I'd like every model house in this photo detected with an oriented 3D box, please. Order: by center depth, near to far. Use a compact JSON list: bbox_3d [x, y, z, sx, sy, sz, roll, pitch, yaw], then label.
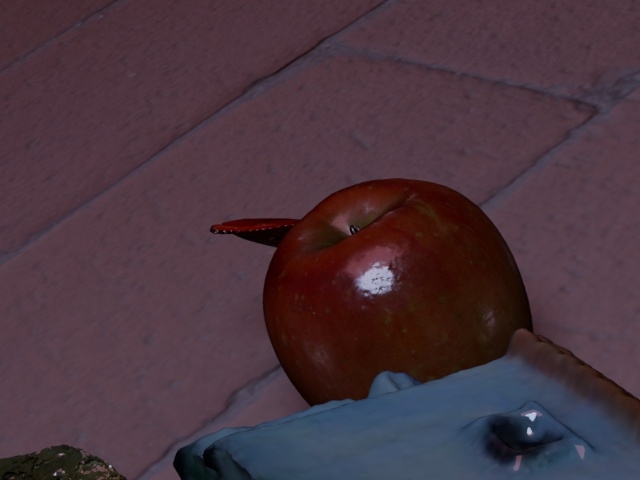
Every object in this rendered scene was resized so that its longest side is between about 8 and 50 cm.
[{"bbox_3d":[0.142,0.176,0.858,0.329,0.251,0.295,-23,28,-18],"label":"model house"}]

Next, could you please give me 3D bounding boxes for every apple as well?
[{"bbox_3d":[0.053,0.050,1.166,0.181,0.168,0.181,-21,29,12],"label":"apple"}]

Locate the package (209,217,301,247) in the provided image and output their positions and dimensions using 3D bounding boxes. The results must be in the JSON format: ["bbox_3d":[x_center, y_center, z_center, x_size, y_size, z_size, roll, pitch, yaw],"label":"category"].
[{"bbox_3d":[0.000,0.000,1.316,0.083,0.022,0.200,1,-6,28],"label":"package"}]

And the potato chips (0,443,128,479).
[{"bbox_3d":[-0.218,0.195,1.243,0.142,0.026,0.209,-38,33,-23],"label":"potato chips"}]
